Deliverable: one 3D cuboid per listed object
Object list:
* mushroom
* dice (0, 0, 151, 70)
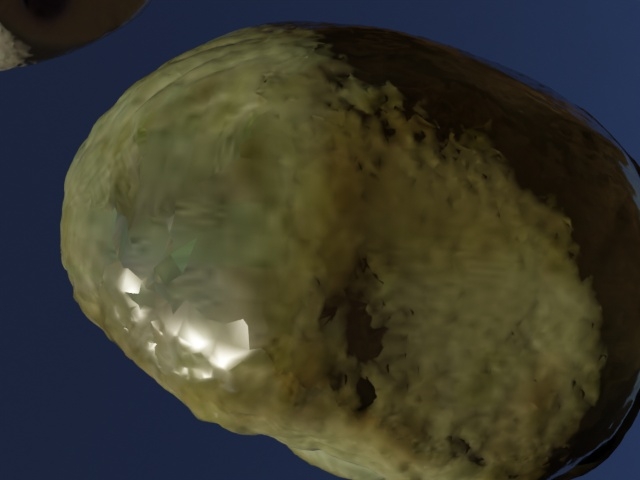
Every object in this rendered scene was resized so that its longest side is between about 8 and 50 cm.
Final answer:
[{"bbox_3d":[0.006,-0.005,0.446,0.164,0.267,0.190,7,-61,-56],"label":"mushroom"},{"bbox_3d":[-0.312,-0.331,1.045,0.259,0.243,0.251,-38,-49,-36],"label":"dice"}]
